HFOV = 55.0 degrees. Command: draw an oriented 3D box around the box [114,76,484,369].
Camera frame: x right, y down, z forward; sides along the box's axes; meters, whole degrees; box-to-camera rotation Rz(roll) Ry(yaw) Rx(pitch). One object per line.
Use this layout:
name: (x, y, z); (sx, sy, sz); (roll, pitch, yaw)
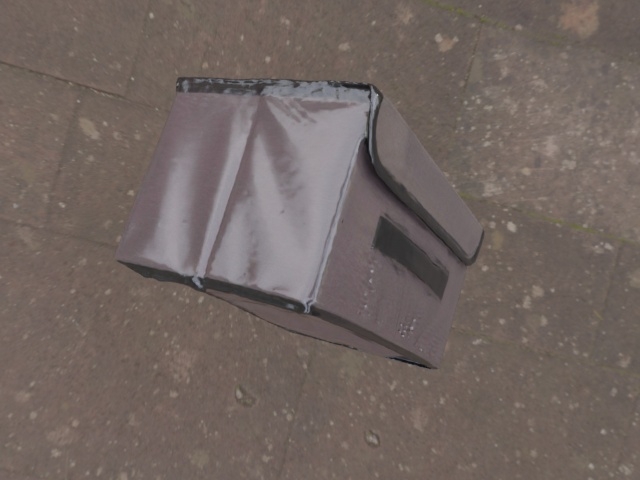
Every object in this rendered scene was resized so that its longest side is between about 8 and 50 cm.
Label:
box: (0.000, 0.000, 0.509); (0.188, 0.252, 0.153); (11, 77, 31)
